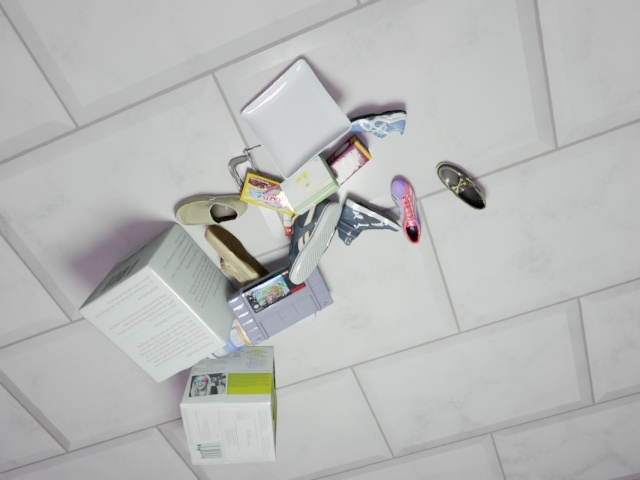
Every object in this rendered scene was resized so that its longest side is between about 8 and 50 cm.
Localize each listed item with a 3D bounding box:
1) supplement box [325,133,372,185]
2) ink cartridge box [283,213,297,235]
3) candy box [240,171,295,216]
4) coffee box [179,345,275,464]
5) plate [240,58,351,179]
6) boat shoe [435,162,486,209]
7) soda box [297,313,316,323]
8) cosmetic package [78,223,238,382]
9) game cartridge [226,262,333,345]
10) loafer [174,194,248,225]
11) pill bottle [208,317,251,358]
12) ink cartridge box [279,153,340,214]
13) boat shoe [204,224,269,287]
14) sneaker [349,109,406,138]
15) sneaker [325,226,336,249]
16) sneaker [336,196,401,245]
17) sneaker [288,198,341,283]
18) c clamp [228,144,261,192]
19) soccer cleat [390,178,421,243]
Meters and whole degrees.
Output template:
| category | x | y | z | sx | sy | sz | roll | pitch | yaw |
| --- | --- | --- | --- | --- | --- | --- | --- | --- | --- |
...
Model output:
| category | x | y | z | sx | sy | sz | roll | pitch | yaw |
| --- | --- | --- | --- | --- | --- | --- | --- | --- | --- |
| supplement box | 0.075 | -0.259 | 1.504 | 0.188 | 0.104 | 0.081 | -40 | 110 | 17 |
| ink cartridge box | -0.105 | -0.063 | 1.642 | 0.062 | 0.029 | 0.115 | 0 | 116 | -2 |
| candy box | -0.170 | -0.162 | 1.564 | 0.205 | 0.027 | 0.105 | 17 | 113 | -9 |
| coffee box | -0.356 | 0.675 | 1.844 | 0.338 | 0.334 | 0.338 | -1 | 116 | -3 |
| plate | -0.079 | -0.383 | 1.422 | 0.277 | 0.045 | 0.278 | -37 | 85 | 17 |
| boat shoe | 0.502 | -0.191 | 1.566 | 0.227 | 0.069 | 0.081 | 35 | 111 | -17 |
| soda box | -0.128 | 0.295 | 1.803 | 0.216 | 0.069 | 0.074 | -9 | 116 | 3 |
| cosmetic package | -0.557 | 0.225 | 1.616 | 0.329 | 0.327 | 0.394 | -30 | 113 | 14 |
| game cartridge | -0.149 | 0.225 | 1.674 | 0.355 | 0.068 | 0.230 | -28 | 118 | -6 |
| loafer | -0.396 | -0.106 | 1.580 | 0.268 | 0.092 | 0.102 | -11 | 117 | 4 |
| pill bottle | -0.399 | 0.389 | 1.800 | 0.272 | 0.152 | 0.152 | -24 | 115 | 12 |
| ink cartridge box | -0.061 | -0.227 | 1.466 | 0.171 | 0.056 | 0.235 | -33 | 77 | 20 |
| boat shoe | -0.323 | 0.086 | 1.663 | 0.110 | 0.122 | 0.341 | -35 | 114 | 15 |
| sneaker | 0.181 | -0.375 | 1.460 | 0.211 | 0.080 | 0.081 | -6 | 114 | 4 |
| sneaker | 0.000 | 0.000 | 1.671 | 0.073 | 0.063 | 0.162 | 28 | 111 | 6 |
| sneaker | 0.166 | -0.041 | 1.620 | 0.226 | 0.086 | 0.163 | 24 | 105 | -4 |
| sneaker | -0.048 | -0.007 | 1.586 | 0.127 | 0.126 | 0.321 | 27 | 88 | 27 |
| c clamp | -0.249 | -0.240 | 1.554 | 0.137 | 0.022 | 0.161 | -14 | 116 | 6 |
| soccer cleat | 0.314 | -0.103 | 1.593 | 0.083 | 0.095 | 0.248 | -16 | 117 | 7 |
